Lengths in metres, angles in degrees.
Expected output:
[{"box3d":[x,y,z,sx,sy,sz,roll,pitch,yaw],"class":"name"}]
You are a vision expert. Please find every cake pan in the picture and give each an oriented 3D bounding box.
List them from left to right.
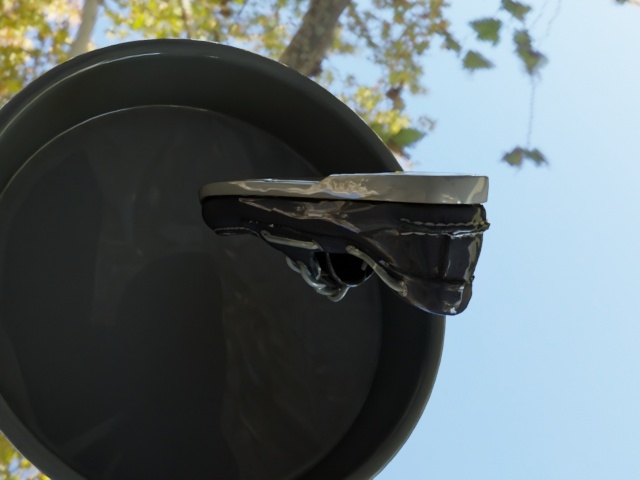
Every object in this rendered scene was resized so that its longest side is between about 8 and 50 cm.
[{"box3d":[-0.066,0.022,0.563,0.293,0.054,0.293,9,-113,-22],"class":"cake pan"}]

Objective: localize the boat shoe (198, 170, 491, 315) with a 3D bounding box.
[{"box3d":[0.000,0.000,0.476,0.075,0.206,0.065,-4,-86,-36],"class":"boat shoe"}]
